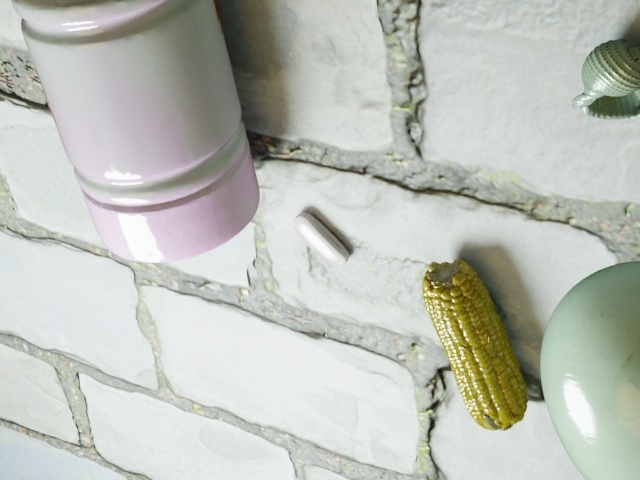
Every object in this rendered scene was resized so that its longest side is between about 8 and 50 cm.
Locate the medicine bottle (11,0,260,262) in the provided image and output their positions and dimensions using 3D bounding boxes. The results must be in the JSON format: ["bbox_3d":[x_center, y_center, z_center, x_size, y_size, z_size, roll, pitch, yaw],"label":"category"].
[{"bbox_3d":[-0.192,-0.156,1.150,0.202,0.202,0.315,11,131,28],"label":"medicine bottle"}]

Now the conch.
[{"bbox_3d":[0.267,-0.145,0.944,0.076,0.056,0.085,28,161,-16],"label":"conch"}]

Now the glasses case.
[{"bbox_3d":[0.000,0.000,1.285,0.083,0.021,0.032,44,136,-6],"label":"glasses case"}]

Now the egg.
[{"bbox_3d":[0.361,0.177,1.029,0.230,0.230,0.371,-21,118,45],"label":"egg"}]

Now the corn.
[{"bbox_3d":[0.181,0.124,1.223,0.080,0.080,0.238,-2,122,37],"label":"corn"}]
